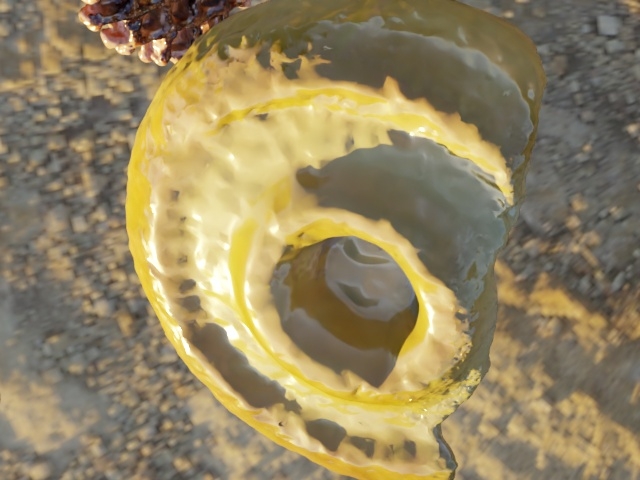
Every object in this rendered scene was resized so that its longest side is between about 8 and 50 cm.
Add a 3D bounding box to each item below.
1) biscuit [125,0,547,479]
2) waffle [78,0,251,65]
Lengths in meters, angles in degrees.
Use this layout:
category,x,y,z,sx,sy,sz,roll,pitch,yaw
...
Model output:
category,x,y,z,sx,sy,sz,roll,pitch,yaw
biscuit,-0.001,0.001,0.861,0.213,0.091,0.274,14,128,17
waffle,-0.132,-0.278,1.629,0.055,0.221,0.234,38,97,38
